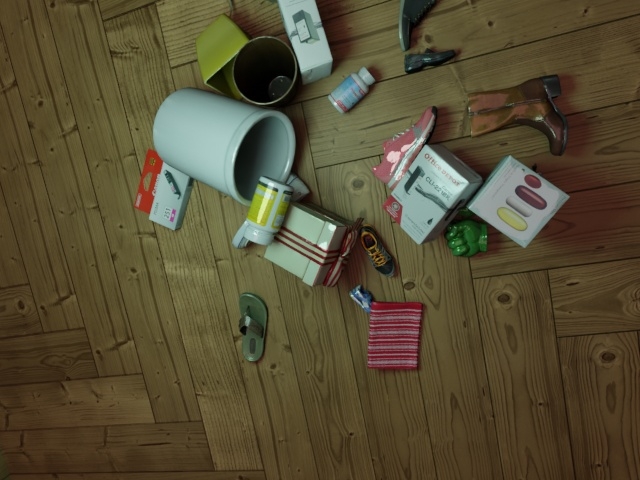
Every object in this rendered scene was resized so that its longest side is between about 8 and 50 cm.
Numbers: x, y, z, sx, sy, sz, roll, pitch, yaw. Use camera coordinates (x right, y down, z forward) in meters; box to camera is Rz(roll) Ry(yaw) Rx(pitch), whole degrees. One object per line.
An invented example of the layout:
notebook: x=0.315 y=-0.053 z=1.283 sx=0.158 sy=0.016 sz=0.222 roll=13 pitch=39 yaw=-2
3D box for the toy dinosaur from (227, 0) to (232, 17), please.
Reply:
toy dinosaur: x=-0.358 y=-0.916 z=1.598 sx=0.211 sy=0.064 sz=0.112 roll=48 pitch=126 yaw=12

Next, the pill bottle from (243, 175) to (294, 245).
pill bottle: x=-0.175 y=-0.097 z=1.445 sx=0.119 sy=0.119 sz=0.209 roll=23 pitch=99 yaw=9

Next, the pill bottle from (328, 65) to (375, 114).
pill bottle: x=0.111 y=-0.526 z=1.525 sx=0.160 sy=0.087 sz=0.087 roll=-40 pitch=89 yaw=18

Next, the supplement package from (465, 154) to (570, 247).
supplement package: x=0.589 y=-0.121 z=1.328 sx=0.203 sy=0.149 sz=0.194 roll=36 pitch=107 yaw=7

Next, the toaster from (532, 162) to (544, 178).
toaster: x=0.658 y=-0.141 z=1.444 sx=0.167 sy=0.110 sz=0.186 roll=-15 pitch=96 yaw=16

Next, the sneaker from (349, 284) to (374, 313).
sneaker: x=0.178 y=0.229 z=1.664 sx=0.144 sy=0.053 sz=0.059 roll=42 pitch=105 yaw=3

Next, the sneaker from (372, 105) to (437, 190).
sneaker: x=0.286 y=-0.331 z=1.502 sx=0.136 sy=0.116 sz=0.314 roll=32 pitch=106 yaw=8

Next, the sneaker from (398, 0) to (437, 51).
sneaker: x=0.320 y=-0.741 z=1.435 sx=0.118 sy=0.083 sz=0.222 roll=4 pitch=100 yaw=13

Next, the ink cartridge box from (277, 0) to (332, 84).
ink cartridge box: x=-0.052 y=-0.693 z=1.471 sx=0.114 sy=0.198 sz=0.273 roll=-18 pitch=96 yaw=2

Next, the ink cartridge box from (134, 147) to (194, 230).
ink cartridge box: x=-0.654 y=-0.213 z=1.794 sx=0.238 sy=0.060 sz=0.275 roll=22 pitch=105 yaw=8

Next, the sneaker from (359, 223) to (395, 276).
sneaker: x=0.203 y=0.044 z=1.609 sx=0.084 sy=0.083 sz=0.215 roll=-33 pitch=92 yaw=16

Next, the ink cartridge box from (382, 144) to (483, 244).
ink cartridge box: x=0.365 y=-0.153 z=1.448 sx=0.197 sy=0.114 sz=0.273 roll=49 pitch=126 yaw=24

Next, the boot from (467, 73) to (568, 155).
boot: x=0.632 y=-0.379 z=1.415 sx=0.280 sy=0.096 sz=0.264 roll=-11 pitch=98 yaw=17

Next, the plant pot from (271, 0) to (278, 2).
plant pot: x=-0.144 y=-0.895 z=1.488 sx=0.237 sy=0.110 sz=0.238 roll=-11 pitch=53 yaw=15

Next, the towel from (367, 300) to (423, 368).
towel: x=0.281 y=0.358 z=1.647 sx=0.198 sy=0.031 sz=0.275 roll=2 pitch=101 yaw=-2

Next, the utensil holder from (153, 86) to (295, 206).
utensil holder: x=-0.332 y=-0.336 z=1.518 sx=0.385 sy=0.327 sz=0.328 roll=26 pitch=106 yaw=26

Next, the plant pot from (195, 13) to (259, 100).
plant pot: x=-0.319 y=-0.664 z=1.558 sx=0.212 sy=0.212 sz=0.187 roll=-34 pitch=78 yaw=17

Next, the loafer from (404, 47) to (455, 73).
loafer: x=0.363 y=-0.615 z=1.460 sx=0.169 sy=0.062 sz=0.061 roll=-10 pitch=93 yaw=15

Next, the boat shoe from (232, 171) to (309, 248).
boat shoe: x=-0.174 y=-0.076 z=1.668 sx=0.156 sy=0.136 sz=0.367 roll=43 pitch=97 yaw=0

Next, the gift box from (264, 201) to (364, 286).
gift box: x=0.000 y=0.000 z=1.571 sx=0.258 sy=0.276 sz=0.255 roll=28 pitch=110 yaw=24

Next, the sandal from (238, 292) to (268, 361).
sandal: x=-0.281 y=0.361 z=1.787 sx=0.120 sy=0.086 sz=0.303 roll=1 pitch=100 yaw=14

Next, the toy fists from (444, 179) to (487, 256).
toy fists: x=0.498 y=-0.079 z=1.504 sx=0.142 sy=0.096 sz=0.279 roll=-1 pitch=101 yaw=17

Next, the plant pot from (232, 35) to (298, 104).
plant pot: x=-0.161 y=-0.549 z=1.509 sx=0.215 sy=0.230 sz=0.216 roll=0 pitch=92 yaw=10
